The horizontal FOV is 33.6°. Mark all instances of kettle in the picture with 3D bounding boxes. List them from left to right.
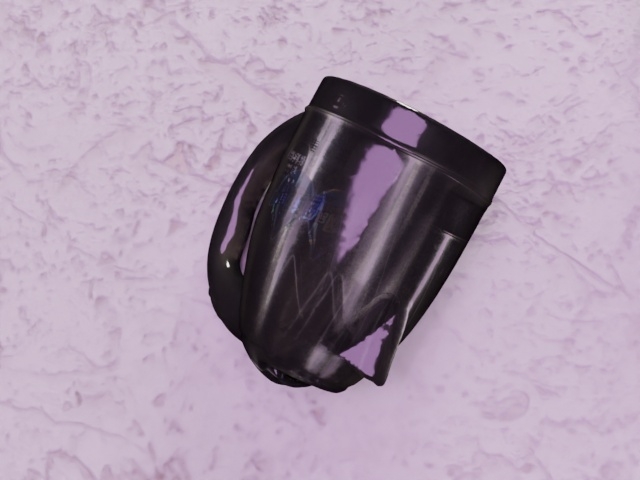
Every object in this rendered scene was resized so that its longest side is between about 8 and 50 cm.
[{"bbox_3d":[0.000,0.000,1.186,0.321,0.228,0.324,28,91,38],"label":"kettle"}]
